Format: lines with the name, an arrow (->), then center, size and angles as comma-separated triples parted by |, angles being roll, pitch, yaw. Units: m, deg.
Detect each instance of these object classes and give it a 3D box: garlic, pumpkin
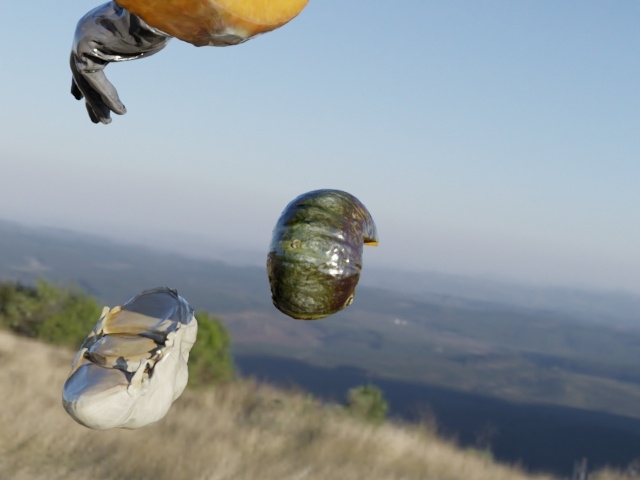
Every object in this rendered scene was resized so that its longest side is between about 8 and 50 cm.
garlic -> -0.250, 0.184, 1.627 | 0.178, 0.229, 0.142 | 6, -45, 46
pumpkin -> 0.000, 0.000, 1.420 | 0.119, 0.183, 0.107 | 8, -44, 15

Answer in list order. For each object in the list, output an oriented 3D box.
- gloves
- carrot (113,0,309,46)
gloves -> -0.227, -0.239, 1.377 | 0.285, 0.119, 0.142 | -40, 1, 45
carrot -> -0.104, -0.287, 0.868 | 0.258, 0.307, 0.100 | -1, -16, -44
